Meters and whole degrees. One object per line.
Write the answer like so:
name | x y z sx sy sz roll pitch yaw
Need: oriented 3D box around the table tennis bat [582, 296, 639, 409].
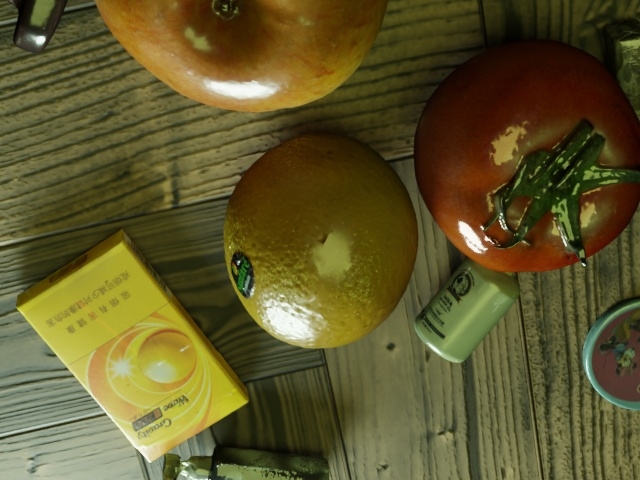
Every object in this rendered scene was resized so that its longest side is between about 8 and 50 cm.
table tennis bat | 0.439 0.170 1.715 0.153 0.040 0.244 -43 110 12

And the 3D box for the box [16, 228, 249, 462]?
box | -0.219 0.130 1.593 0.152 0.043 0.269 -32 115 8

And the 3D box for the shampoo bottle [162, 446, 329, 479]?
shampoo bottle | -0.095 0.293 1.678 0.208 0.063 0.057 6 105 -11

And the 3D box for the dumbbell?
dumbbell | -0.356 -0.282 1.327 0.225 0.124 0.140 17 111 -16

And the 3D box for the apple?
apple | -0.075 -0.264 1.299 0.299 0.275 0.299 -2 120 -3

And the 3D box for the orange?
orange | 0.000 0.000 1.464 0.236 0.236 0.236 -3 116 -7

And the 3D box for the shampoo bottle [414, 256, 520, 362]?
shampoo bottle | 0.188 0.065 1.600 0.079 0.079 0.162 32 108 -21

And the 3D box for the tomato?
tomato | 0.225 -0.090 1.450 0.256 0.224 0.256 -4 113 -10

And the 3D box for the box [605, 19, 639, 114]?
box | 0.348 -0.193 1.508 0.045 0.062 0.098 -8 119 1
